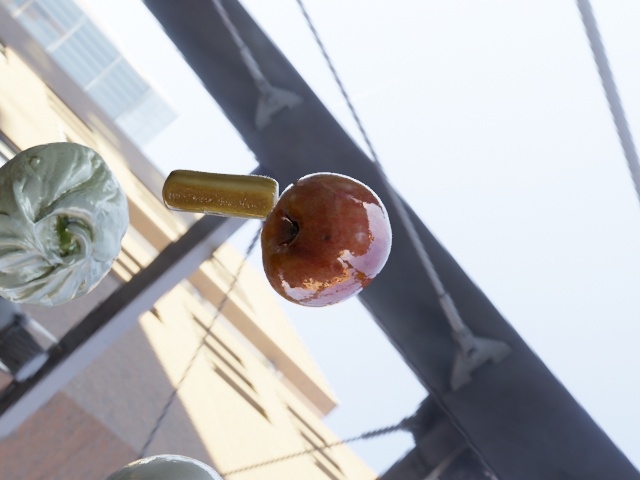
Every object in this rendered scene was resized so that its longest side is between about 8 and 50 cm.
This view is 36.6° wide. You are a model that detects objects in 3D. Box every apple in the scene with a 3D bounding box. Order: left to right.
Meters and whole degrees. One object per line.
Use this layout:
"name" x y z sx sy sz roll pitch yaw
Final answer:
"apple" 0.000 0.000 1.468 0.209 0.164 0.210 -11 -105 46

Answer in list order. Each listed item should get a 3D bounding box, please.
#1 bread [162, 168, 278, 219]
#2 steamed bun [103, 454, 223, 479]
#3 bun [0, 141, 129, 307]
"bread" -0.207 -0.100 2.014 0.239 0.093 0.074 6 -153 -6
"steamed bun" -0.340 0.577 2.028 0.324 0.206 0.324 -6 -160 2
"bun" -0.399 -0.011 1.466 0.259 0.259 0.160 -49 -137 -13
